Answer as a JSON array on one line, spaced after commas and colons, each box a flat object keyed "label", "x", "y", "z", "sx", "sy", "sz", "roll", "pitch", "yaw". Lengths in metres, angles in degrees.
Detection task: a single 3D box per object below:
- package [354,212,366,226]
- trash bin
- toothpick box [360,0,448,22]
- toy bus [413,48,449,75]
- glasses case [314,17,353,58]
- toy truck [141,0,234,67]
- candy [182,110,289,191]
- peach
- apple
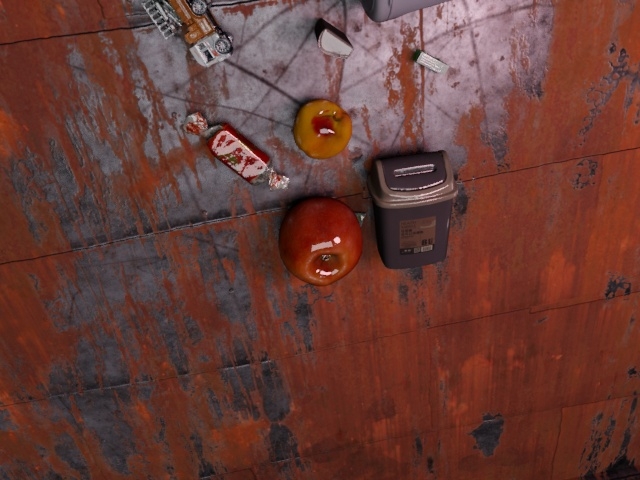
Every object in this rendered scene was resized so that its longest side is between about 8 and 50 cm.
[{"label": "package", "x": 0.093, "y": -0.029, "z": 1.379, "sx": 0.037, "sy": 0.015, "sz": 0.110, "roll": 6, "pitch": 120, "yaw": -18}, {"label": "trash bin", "x": 0.229, "y": -0.082, "z": 1.278, "sx": 0.209, "sy": 0.182, "sz": 0.290, "roll": -10, "pitch": 126, "yaw": -3}, {"label": "toothpick box", "x": 0.244, "y": -0.583, "z": 0.949, "sx": 0.354, "sy": 0.263, "sz": 0.263, "roll": -14, "pitch": 121, "yaw": -1}, {"label": "toy bus", "x": 0.257, "y": -0.411, "z": 1.169, "sx": 0.083, "sy": 0.037, "sz": 0.031, "roll": 20, "pitch": 116, "yaw": -19}, {"label": "glasses case", "x": 0.025, "y": -0.417, "z": 1.045, "sx": 0.072, "sy": 0.191, "sz": 0.042, "roll": 20, "pitch": 116, "yaw": -14}, {"label": "toy truck", "x": -0.267, "y": -0.446, "z": 1.052, "sx": 0.115, "sy": 0.080, "sz": 0.178, "roll": -27, "pitch": 119, "yaw": 14}, {"label": "candy", "x": -0.196, "y": -0.206, "z": 1.211, "sx": 0.292, "sy": 0.059, "sz": 0.086, "roll": 38, "pitch": 105, "yaw": -26}, {"label": "peach", "x": 0.000, "y": -0.255, "z": 1.174, "sx": 0.138, "sy": 0.138, "sz": 0.138, "roll": -3, "pitch": 120, "yaw": -6}, {"label": "apple", "x": 0.000, "y": 0.000, "z": 1.279, "sx": 0.218, "sy": 0.201, "sz": 0.218, "roll": -7, "pitch": 126, "yaw": -10}]
